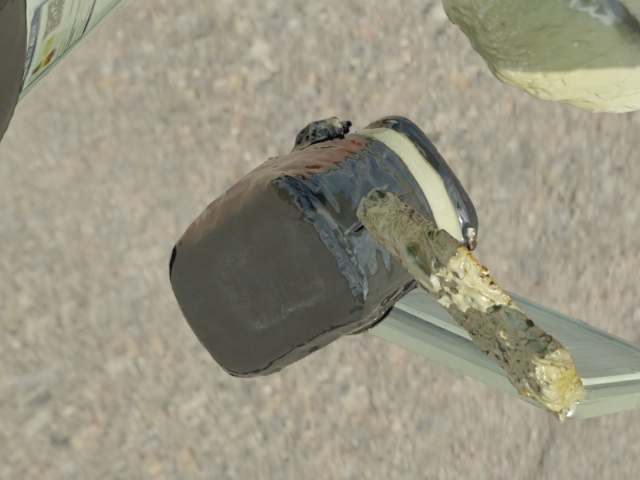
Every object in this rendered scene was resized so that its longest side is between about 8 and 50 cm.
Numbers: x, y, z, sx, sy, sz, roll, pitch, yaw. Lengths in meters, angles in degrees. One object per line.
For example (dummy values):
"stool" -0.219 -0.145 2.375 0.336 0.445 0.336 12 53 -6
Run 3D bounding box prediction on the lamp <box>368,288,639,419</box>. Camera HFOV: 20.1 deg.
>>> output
"lamp" 0.212 0.110 1.851 0.269 0.266 0.047 23 102 34

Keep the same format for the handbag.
"handbag" 0.000 0.000 1.572 0.181 0.254 0.181 -31 87 -41

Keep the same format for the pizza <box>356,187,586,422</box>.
"pizza" 0.098 0.045 1.068 0.034 0.262 0.181 -44 97 -1

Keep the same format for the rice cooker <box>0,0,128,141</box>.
"rice cooker" -0.187 -0.137 0.672 0.241 0.280 0.227 37 41 -3

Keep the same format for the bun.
"bun" 0.161 -0.200 1.305 0.153 0.244 0.243 -34 56 36
